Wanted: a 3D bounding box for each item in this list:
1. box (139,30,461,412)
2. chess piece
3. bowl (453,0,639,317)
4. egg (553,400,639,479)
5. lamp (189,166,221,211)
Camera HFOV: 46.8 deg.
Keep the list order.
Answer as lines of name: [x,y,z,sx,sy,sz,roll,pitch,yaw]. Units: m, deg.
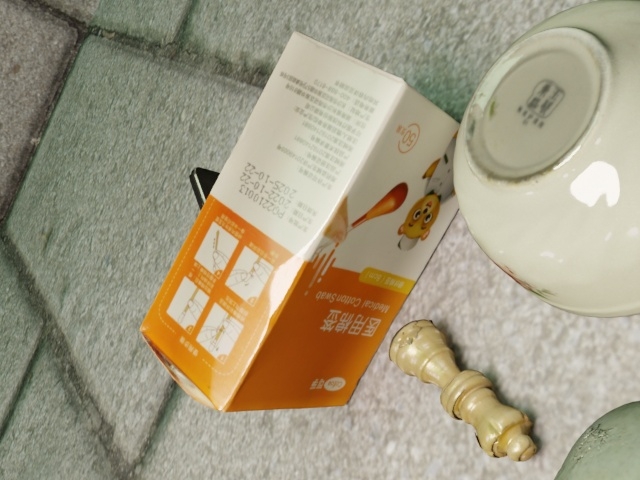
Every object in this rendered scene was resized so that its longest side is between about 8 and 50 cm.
box: [0.000,0.000,0.752,0.143,0.225,0.341,33,99,33]
chess piece: [0.132,0.140,0.676,0.060,0.060,0.172,-59,40,12]
bowl: [0.216,-0.084,0.616,0.277,0.145,0.277,-30,51,44]
egg: [0.218,0.209,0.429,0.169,0.169,0.236,-38,43,35]
lamp: [-0.042,-0.065,0.991,0.283,0.124,0.203,-33,68,35]
